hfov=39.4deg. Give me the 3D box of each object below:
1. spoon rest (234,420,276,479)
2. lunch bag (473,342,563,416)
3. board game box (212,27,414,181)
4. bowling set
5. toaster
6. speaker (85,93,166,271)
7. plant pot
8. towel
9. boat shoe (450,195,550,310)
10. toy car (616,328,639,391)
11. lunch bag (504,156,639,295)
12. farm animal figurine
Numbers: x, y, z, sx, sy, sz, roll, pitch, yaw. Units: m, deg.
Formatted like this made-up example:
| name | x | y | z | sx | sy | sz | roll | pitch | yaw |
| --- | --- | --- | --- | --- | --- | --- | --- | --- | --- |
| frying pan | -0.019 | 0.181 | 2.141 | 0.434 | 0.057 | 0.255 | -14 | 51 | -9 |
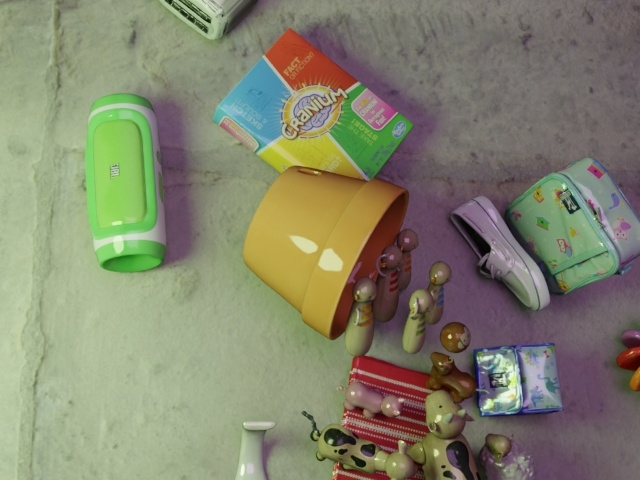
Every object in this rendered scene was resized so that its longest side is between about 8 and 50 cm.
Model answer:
| name | x | y | z | sx | sy | sz | roll | pitch | yaw |
| --- | --- | --- | --- | --- | --- | --- | --- | --- | --- |
| spoon rest | -0.108 | 0.436 | 1.475 | 0.137 | 0.084 | 0.277 | 4 | 84 | -13 |
| lunch bag | 0.363 | 0.260 | 1.658 | 0.151 | 0.096 | 0.129 | -2 | 74 | -2 |
| board game box | -0.012 | -0.228 | 1.734 | 0.316 | 0.064 | 0.242 | 37 | 65 | -1 |
| bowling set | 0.177 | 0.094 | 1.549 | 0.199 | 0.154 | 0.287 | 16 | 36 | 15 |
| toaster | -0.215 | -0.496 | 1.739 | 0.227 | 0.129 | 0.146 | 38 | 69 | -3 |
| speaker | -0.340 | -0.101 | 1.562 | 0.131 | 0.131 | 0.297 | -2 | 72 | -17 |
| plant pot | 0.000 | 0.000 | 1.555 | 0.203 | 0.291 | 0.291 | 27 | 65 | 12 |
| towel | 0.125 | 0.353 | 1.587 | 0.198 | 0.031 | 0.275 | 16 | 69 | -12 |
| boat shoe | 0.343 | 0.036 | 1.736 | 0.084 | 0.095 | 0.258 | -26 | 70 | -18 |
| toy car | 0.651 | 0.218 | 1.739 | 0.136 | 0.159 | 0.182 | 11 | 63 | 28 |
| lunch bag | 0.476 | -0.017 | 1.681 | 0.107 | 0.279 | 0.224 | -26 | 82 | -18 |
| farm animal figurine | 0.181 | 0.348 | 1.495 | 0.330 | 0.172 | 0.327 | -29 | 85 | -23 |
